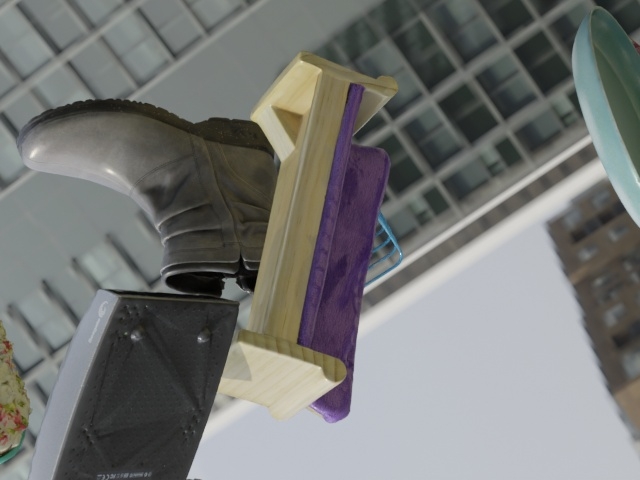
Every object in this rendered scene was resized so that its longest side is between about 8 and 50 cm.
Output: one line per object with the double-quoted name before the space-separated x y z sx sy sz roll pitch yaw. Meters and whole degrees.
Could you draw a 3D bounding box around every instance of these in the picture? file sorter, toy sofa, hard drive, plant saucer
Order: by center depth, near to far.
"hard drive" -0.177 0.162 1.341 0.054 0.254 0.172 28 -166 38
"toy sofa" 0.000 0.000 1.551 0.177 0.150 0.362 20 -119 -16
"plant saucer" 0.376 -0.127 1.771 0.317 0.044 0.317 44 -147 -40
"file sorter" 0.036 -0.018 2.076 0.118 0.104 0.170 54 -174 -25

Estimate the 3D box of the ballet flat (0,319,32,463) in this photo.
"ballet flat" -0.250 0.085 1.003 0.241 0.091 0.077 -149 44 -69

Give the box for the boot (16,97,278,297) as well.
"boot" -0.194 -0.046 1.790 0.338 0.118 0.222 2 -119 -18

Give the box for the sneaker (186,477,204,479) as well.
"sneaker" -0.156 0.339 1.739 0.084 0.083 0.215 14 -170 30

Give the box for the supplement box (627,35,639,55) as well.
"supplement box" 0.402 -0.236 1.961 0.055 0.043 0.083 -23 -126 -32
